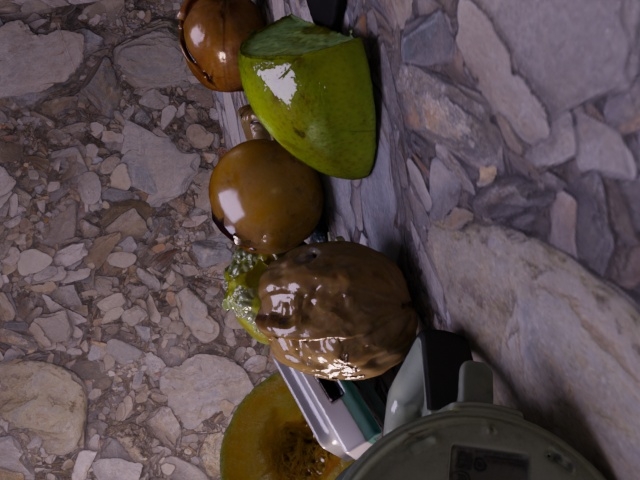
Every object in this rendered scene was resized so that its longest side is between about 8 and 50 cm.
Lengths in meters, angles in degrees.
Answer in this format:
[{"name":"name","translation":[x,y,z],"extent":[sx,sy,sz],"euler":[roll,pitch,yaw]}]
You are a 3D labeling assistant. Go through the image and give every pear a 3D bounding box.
[{"name":"pear","translation":[-0.021,-0.187,0.827],"extent":[0.288,0.139,0.239],"euler":[51,168,55]}]

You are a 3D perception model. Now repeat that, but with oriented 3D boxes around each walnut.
[{"name":"walnut","translation":[0.018,0.095,0.783],"extent":[0.245,0.198,0.198],"euler":[-6,100,38]},{"name":"walnut","translation":[-0.226,-0.454,1.338],"extent":[0.336,0.209,0.208],"euler":[90,164,-71]}]

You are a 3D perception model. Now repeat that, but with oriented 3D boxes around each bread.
[{"name":"bread","translation":[-0.160,-0.295,1.491],"extent":[0.225,0.081,0.134],"euler":[-133,26,-63]}]

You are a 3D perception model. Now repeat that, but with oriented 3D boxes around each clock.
[{"name":"clock","translation":[0.016,0.255,0.946],"extent":[0.262,0.116,0.231],"euler":[54,-179,31]}]

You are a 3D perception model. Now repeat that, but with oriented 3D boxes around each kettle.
[{"name":"kettle","translation":[0.110,0.270,0.578],"extent":[0.376,0.250,0.360],"euler":[97,177,-66]}]

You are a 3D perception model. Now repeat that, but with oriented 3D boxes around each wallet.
[{"name":"wallet","translation":[0.000,0.000,1.209],"extent":[0.088,0.026,0.129],"euler":[147,109,-78]},{"name":"wallet","translation":[-0.015,-0.410,0.806],"extent":[0.124,0.025,0.244],"euler":[111,144,-70]}]

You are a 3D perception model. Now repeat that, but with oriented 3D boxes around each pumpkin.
[{"name":"pumpkin","translation":[-0.005,0.431,1.089],"extent":[0.199,0.333,0.332],"euler":[67,-179,-54]}]

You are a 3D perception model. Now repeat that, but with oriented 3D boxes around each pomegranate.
[{"name":"pomegranate","translation":[-0.121,0.108,1.322],"extent":[0.341,0.261,0.260],"euler":[2,107,56]}]

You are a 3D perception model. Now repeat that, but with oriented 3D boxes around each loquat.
[{"name":"loquat","translation":[-0.106,-0.084,1.118],"extent":[0.235,0.235,0.234],"euler":[166,90,-78]}]

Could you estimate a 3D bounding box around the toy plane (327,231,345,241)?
[{"name":"toy plane","translation":[0.045,0.108,0.963],"extent":[0.229,0.093,0.244],"euler":[93,159,-48]}]
